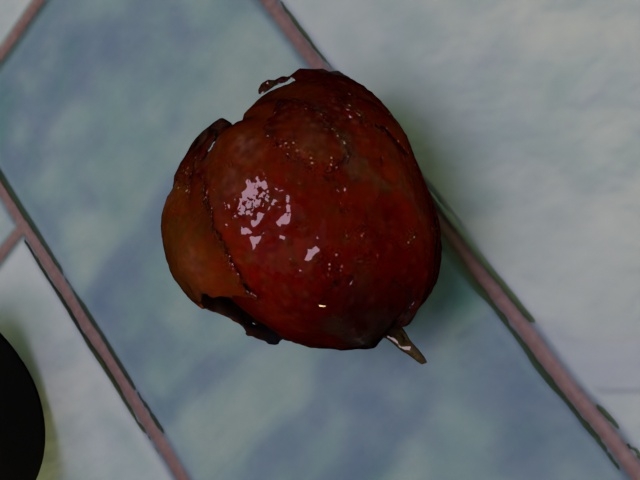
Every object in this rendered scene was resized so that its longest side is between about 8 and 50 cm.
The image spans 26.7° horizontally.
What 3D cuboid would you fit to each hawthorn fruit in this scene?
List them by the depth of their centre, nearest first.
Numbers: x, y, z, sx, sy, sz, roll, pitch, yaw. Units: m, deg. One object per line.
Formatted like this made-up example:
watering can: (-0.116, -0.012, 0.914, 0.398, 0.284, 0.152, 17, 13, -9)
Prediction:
hawthorn fruit: (0.000, 0.000, 0.724, 0.172, 0.148, 0.148, 49, 115, 5)

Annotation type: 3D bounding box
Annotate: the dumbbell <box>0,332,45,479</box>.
dumbbell: (-0.311, 0.146, 0.917, 0.218, 0.152, 0.152, -27, 75, 31)
